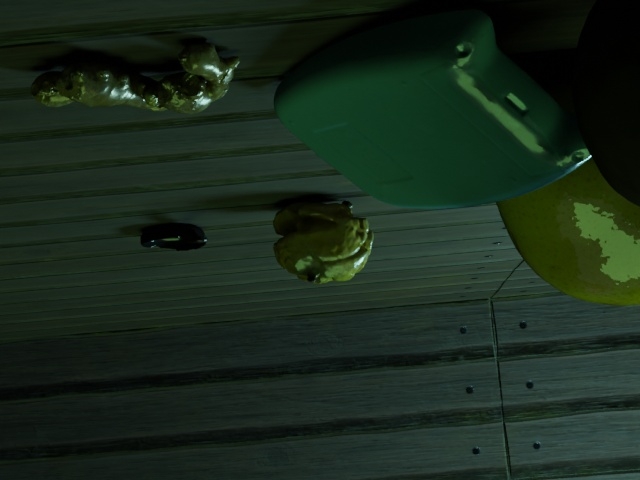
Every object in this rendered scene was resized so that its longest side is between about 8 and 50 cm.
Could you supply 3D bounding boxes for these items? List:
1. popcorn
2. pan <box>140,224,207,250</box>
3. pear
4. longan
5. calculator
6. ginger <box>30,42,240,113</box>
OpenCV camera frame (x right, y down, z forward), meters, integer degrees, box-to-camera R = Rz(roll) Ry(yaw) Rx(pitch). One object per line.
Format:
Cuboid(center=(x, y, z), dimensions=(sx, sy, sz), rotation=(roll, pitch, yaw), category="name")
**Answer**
Cuboid(center=(0.000, 0.000, 2.042), dimensions=(0.167, 0.152, 0.148), rotation=(19, 132, -1), category="popcorn")
Cuboid(center=(-0.236, -0.008, 2.125), dimensions=(0.115, 0.040, 0.212), rotation=(1, 175, -24), category="pan")
Cuboid(center=(0.338, -0.074, 1.471), dimensions=(0.285, 0.285, 0.336), rotation=(-9, 145, 22), category="pear")
Cuboid(center=(0.345, -0.144, 1.105), dimensions=(0.258, 0.258, 0.258), rotation=(-5, 170, -1), category="longan")
Cuboid(center=(0.102, -0.120, 1.333), dimensions=(0.256, 0.054, 0.386), rotation=(38, 157, -24), category="calculator")
Cuboid(center=(-0.182, -0.159, 1.301), dimensions=(0.193, 0.053, 0.176), rotation=(-13, 162, 32), category="ginger")
